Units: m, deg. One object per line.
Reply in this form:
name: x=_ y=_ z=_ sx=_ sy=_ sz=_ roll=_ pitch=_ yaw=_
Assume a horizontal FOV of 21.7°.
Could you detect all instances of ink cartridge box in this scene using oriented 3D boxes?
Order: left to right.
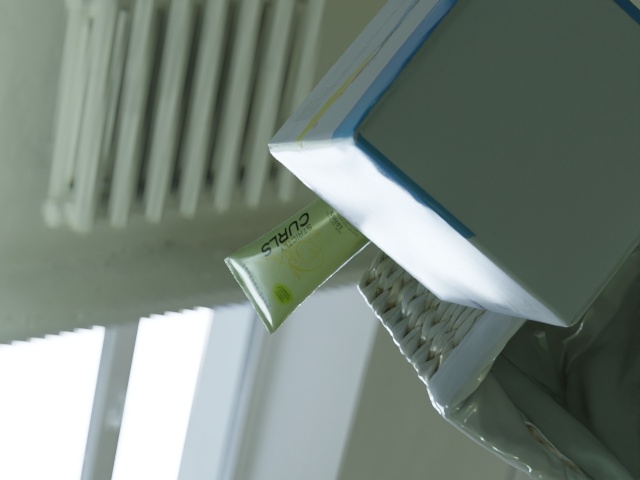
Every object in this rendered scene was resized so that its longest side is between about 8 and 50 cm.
ink cartridge box: x=0.118 y=-0.080 z=1.205 sx=0.198 sy=0.197 sz=0.270 roll=40 pitch=172 yaw=-12

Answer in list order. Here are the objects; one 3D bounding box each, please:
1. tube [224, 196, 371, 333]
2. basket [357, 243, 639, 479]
tube: x=0.000 y=0.000 z=1.646 sx=0.062 sy=0.240 sz=0.070 roll=27 pitch=-136 yaw=-30
basket: x=0.269 y=0.058 z=1.620 sx=0.328 sy=0.331 sz=0.266 roll=34 pitch=-172 yaw=-31
